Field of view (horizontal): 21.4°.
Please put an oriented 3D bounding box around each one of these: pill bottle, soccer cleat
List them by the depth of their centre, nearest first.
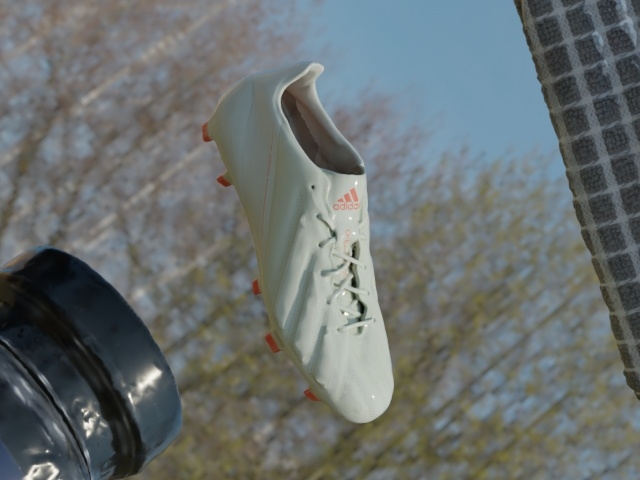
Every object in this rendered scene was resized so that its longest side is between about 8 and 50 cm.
[{"bbox_3d":[-0.158,0.098,0.592,0.123,0.219,0.122,33,-36,28],"label":"pill bottle"},{"bbox_3d":[0.000,0.000,0.895,0.076,0.068,0.196,-26,-98,33],"label":"soccer cleat"}]

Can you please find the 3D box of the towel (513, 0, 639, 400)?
[{"bbox_3d":[0.251,-0.057,0.937,0.235,0.121,0.283,-17,-87,29],"label":"towel"}]
